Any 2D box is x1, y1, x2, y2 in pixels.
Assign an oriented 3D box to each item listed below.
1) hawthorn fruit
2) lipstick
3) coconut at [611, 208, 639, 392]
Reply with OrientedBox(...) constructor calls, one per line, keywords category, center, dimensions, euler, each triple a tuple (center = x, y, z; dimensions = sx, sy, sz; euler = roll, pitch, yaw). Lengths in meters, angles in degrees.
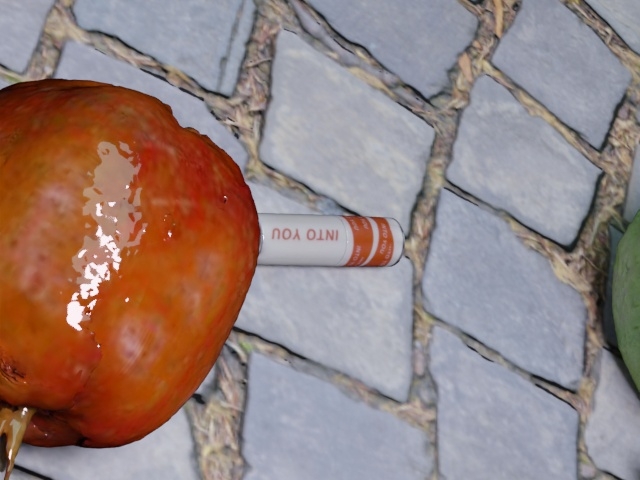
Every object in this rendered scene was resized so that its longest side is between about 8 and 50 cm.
OrientedBox(category="hawthorn fruit", center=(-0.156, 0.037, 1.168), dimensions=(0.211, 0.211, 0.299), euler=(30, 59, -17))
OrientedBox(category="lipstick", center=(0.000, 0.000, 1.429), dimensions=(0.130, 0.038, 0.038), euler=(1, 58, -37))
OrientedBox(category="coconut", center=(0.382, 0.057, 1.513), dimensions=(0.328, 0.328, 0.281), euler=(7, 84, -34))
